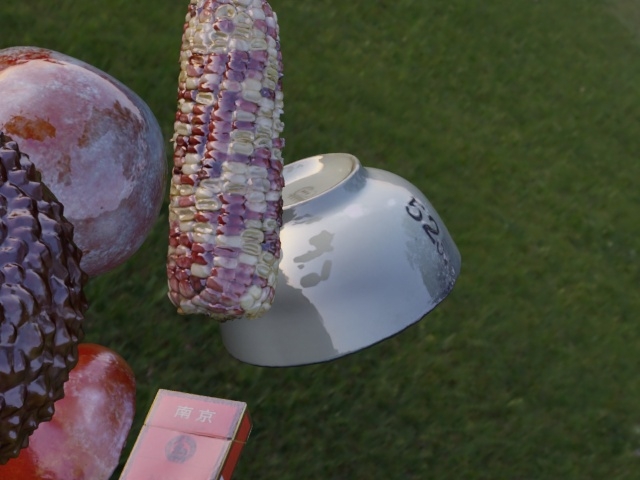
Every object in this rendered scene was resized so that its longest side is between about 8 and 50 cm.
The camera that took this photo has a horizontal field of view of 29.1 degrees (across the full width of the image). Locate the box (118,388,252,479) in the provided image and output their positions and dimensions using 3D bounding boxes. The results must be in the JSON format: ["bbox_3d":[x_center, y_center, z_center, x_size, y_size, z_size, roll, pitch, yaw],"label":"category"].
[{"bbox_3d":[-0.213,0.348,1.874,0.153,0.074,0.239,4,47,20],"label":"box"}]

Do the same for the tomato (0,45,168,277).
[{"bbox_3d":[-0.348,-0.091,1.553,0.317,0.282,0.316,29,-2,1],"label":"tomato"}]

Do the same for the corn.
[{"bbox_3d":[-0.077,-0.076,1.024,0.098,0.098,0.289,5,86,-35],"label":"corn"}]

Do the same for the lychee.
[{"bbox_3d":[-0.291,0.047,0.853,0.276,0.304,0.275,11,57,-18],"label":"lychee"}]

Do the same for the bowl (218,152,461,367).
[{"bbox_3d":[0.000,0.000,1.679,0.354,0.354,0.185,-47,124,-48],"label":"bowl"}]

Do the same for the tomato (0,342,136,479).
[{"bbox_3d":[-0.333,0.215,1.483,0.139,0.200,0.233,41,42,-37],"label":"tomato"}]
